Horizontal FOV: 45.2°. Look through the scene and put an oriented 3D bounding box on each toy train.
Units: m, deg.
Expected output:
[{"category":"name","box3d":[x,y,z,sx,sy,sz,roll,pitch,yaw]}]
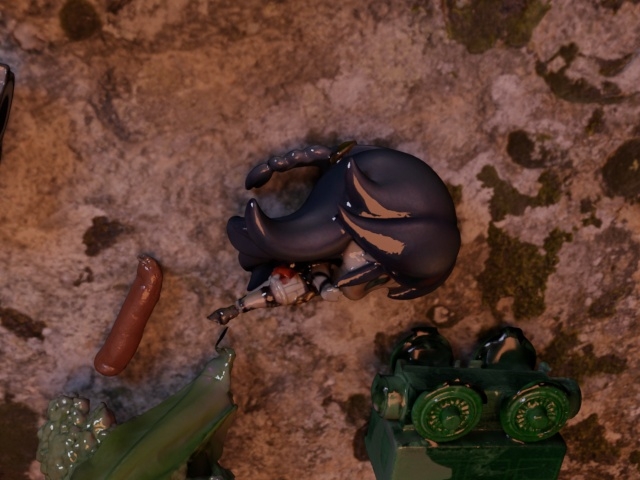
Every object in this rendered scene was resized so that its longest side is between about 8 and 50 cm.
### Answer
[{"category":"toy train","box3d":[0.187,0.221,0.958,0.266,0.145,0.202,2,116,-11]}]

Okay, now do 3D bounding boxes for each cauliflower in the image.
[{"category":"cauliflower","box3d":[-0.172,0.244,0.872,0.315,0.256,0.239,-53,124,-26]}]

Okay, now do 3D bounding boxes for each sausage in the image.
[{"category":"sausage","box3d":[-0.217,0.089,0.881,0.042,0.036,0.158,17,108,-25]}]

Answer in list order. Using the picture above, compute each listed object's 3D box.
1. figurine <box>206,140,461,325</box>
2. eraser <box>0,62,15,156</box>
[{"category":"figurine","box3d":[0.014,-0.003,0.817,0.265,0.175,0.197,-2,109,-19]},{"category":"eraser","box3d":[-0.450,-0.128,0.715,0.290,0.087,0.171,14,111,-16]}]
